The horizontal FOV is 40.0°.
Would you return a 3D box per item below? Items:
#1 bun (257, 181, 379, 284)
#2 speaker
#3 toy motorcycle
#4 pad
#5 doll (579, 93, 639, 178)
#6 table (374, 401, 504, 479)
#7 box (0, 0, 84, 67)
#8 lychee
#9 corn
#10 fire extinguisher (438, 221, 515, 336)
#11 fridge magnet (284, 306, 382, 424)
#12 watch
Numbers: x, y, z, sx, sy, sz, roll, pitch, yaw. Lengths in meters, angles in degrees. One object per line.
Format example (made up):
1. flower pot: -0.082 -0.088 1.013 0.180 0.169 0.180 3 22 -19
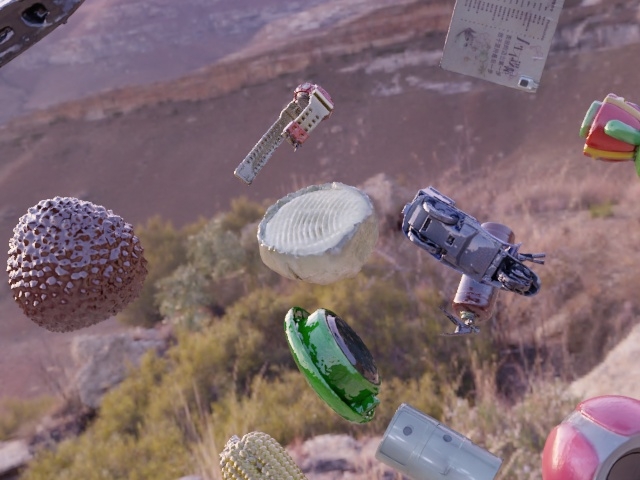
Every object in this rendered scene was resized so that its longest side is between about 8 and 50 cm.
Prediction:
1. bun: 0.000 0.000 1.811 0.260 0.152 0.259 -13 37 10
2. speaker: 0.581 0.463 1.756 0.294 0.294 0.294 -9 15 2
3. toy motorcycle: 0.344 0.006 1.962 0.359 0.125 0.213 35 22 18
4. pad: 0.290 -0.369 1.336 0.160 0.265 0.009 17 21 9
5. doll: 0.647 -0.156 1.563 0.363 0.160 0.183 14 4 18
6. table: 0.229 0.423 1.709 0.220 0.126 0.126 28 28 15
7. box: -0.531 -0.394 1.545 0.359 0.091 0.350 -26 27 15
8. lychee: -0.495 0.049 1.785 0.276 0.304 0.275 -5 39 4
9. corn: -0.064 0.470 1.566 0.130 0.130 0.347 -21 46 -36
10. fire extinguisher: 0.378 0.107 2.170 0.102 0.138 0.344 -31 29 55
11. fridge magnet: 0.020 0.183 1.330 0.088 0.208 0.208 -38 10 12
12. watch: -0.075 -0.244 1.999 0.165 0.102 0.268 -22 28 52
